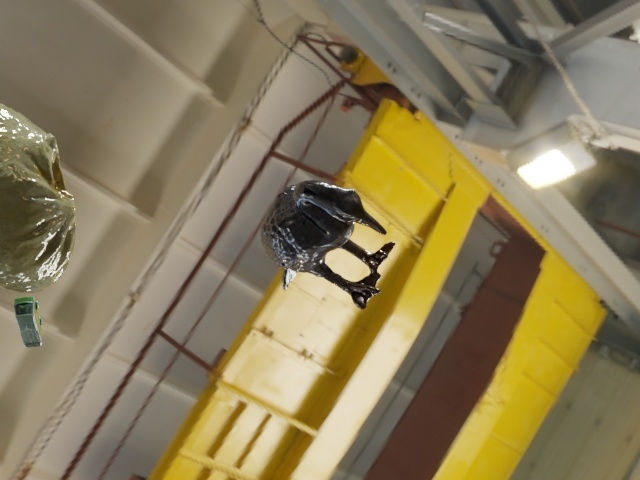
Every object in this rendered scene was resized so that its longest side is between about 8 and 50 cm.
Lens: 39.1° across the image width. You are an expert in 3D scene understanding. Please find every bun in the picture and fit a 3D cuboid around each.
[{"bbox_3d":[-0.328,-0.055,0.980,0.128,0.222,0.222,-24,-51,9],"label":"bun"}]

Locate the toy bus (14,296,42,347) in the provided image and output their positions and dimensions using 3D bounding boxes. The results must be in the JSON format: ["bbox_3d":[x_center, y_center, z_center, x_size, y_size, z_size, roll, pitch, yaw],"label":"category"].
[{"bbox_3d":[-0.398,0.110,1.227,0.031,0.037,0.083,-5,-35,-11],"label":"toy bus"}]

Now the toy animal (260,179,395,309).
[{"bbox_3d":[0.000,0.000,1.242,0.185,0.298,0.122,34,-107,-18],"label":"toy animal"}]
